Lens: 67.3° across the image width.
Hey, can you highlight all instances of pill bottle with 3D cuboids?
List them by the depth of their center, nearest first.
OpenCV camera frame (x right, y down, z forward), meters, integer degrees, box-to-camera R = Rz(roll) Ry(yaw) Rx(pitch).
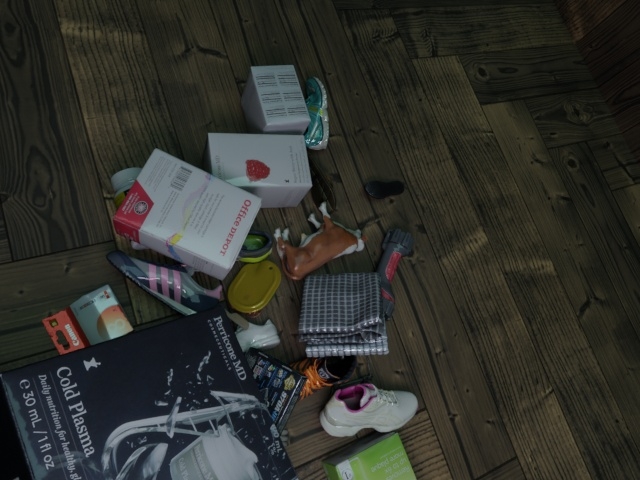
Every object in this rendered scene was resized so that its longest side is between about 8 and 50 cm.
[{"bbox_3d":[-0.502,-0.089,1.343,0.119,0.119,0.208,-21,80,-25],"label":"pill bottle"}]

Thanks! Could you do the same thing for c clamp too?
[{"bbox_3d":[0.095,0.444,1.431,0.161,0.022,0.137,-16,84,-24],"label":"c clamp"}]

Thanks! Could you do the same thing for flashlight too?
[{"bbox_3d":[0.228,0.107,1.555,0.103,0.103,0.304,44,59,-31],"label":"flashlight"}]

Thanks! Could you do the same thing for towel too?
[{"bbox_3d":[0.062,0.191,1.338,0.235,0.121,0.283,-3,28,5],"label":"towel"}]

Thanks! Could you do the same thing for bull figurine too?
[{"bbox_3d":[0.000,0.000,1.509,0.310,0.101,0.188,-30,80,-29],"label":"bull figurine"}]

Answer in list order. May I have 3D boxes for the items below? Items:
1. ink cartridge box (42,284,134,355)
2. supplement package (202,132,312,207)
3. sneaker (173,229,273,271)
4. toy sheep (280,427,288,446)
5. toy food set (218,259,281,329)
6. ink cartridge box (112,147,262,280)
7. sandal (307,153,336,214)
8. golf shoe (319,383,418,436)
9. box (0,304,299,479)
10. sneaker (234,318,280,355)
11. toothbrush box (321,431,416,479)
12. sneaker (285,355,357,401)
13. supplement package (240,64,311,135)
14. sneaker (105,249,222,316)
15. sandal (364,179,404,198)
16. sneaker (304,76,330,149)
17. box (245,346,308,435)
[{"bbox_3d":[-0.600,0.217,1.242,0.179,0.045,0.145,-29,83,-29],"label":"ink cartridge box"},{"bbox_3d":[-0.199,-0.208,1.464,0.293,0.175,0.177,-4,74,-21],"label":"supplement package"},{"bbox_3d":[-0.275,0.014,1.388,0.300,0.121,0.111,-10,75,-23],"label":"sneaker"},{"bbox_3d":[-0.128,0.528,1.281,0.091,0.091,0.132,23,79,-11],"label":"toy sheep"},{"bbox_3d":[-0.199,0.160,1.402,0.128,0.071,0.218,24,60,17],"label":"toy food set"},{"bbox_3d":[-0.340,-0.063,1.253,0.306,0.131,0.226,27,64,-10],"label":"ink cartridge box"},{"bbox_3d":[0.002,-0.190,1.597,0.060,0.090,0.219,-10,67,-46],"label":"sandal"},{"bbox_3d":[0.153,0.463,1.351,0.306,0.140,0.115,-3,36,-24],"label":"golf shoe"},{"bbox_3d":[-0.367,0.452,1.007,0.472,0.297,0.480,-13,72,-49],"label":"box"},{"bbox_3d":[-0.225,0.275,1.351,0.212,0.080,0.094,-8,63,-29],"label":"sneaker"},{"bbox_3d":[0.158,0.699,1.307,0.206,0.122,0.283,-16,79,-24],"label":"toothbrush box"},{"bbox_3d":[-0.040,0.372,1.315,0.321,0.180,0.124,-26,82,-26],"label":"sneaker"},{"bbox_3d":[-0.150,-0.417,1.545,0.149,0.194,0.203,-11,76,-22],"label":"supplement package"},{"bbox_3d":[-0.418,0.099,1.311,0.319,0.112,0.131,36,73,-14],"label":"sneaker"},{"bbox_3d":[0.221,-0.176,1.690,0.179,0.040,0.067,-8,80,-37],"label":"sandal"},{"bbox_3d":[-0.031,-0.443,1.655,0.110,0.107,0.275,-1,72,-11],"label":"sneaker"},{"bbox_3d":[-0.157,0.415,1.252,0.175,0.051,0.220,21,80,26],"label":"box"}]
